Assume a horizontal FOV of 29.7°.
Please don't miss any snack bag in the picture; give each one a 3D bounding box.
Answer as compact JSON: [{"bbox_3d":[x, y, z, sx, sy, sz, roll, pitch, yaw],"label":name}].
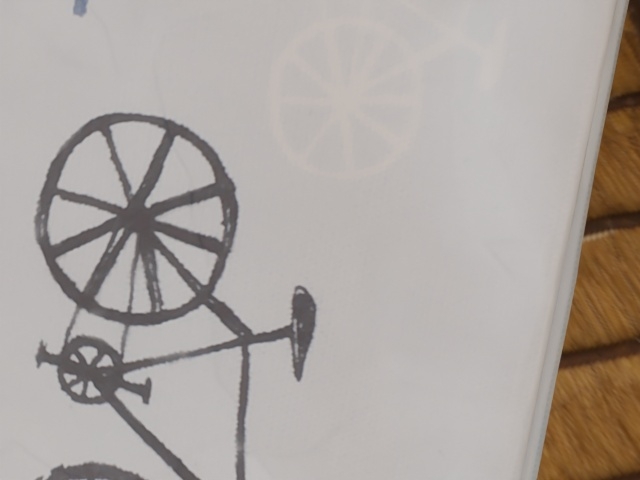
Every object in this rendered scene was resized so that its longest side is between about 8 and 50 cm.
[{"bbox_3d":[-0.079,-0.025,0.371,0.342,0.037,0.323,9,-82,2],"label":"snack bag"}]
